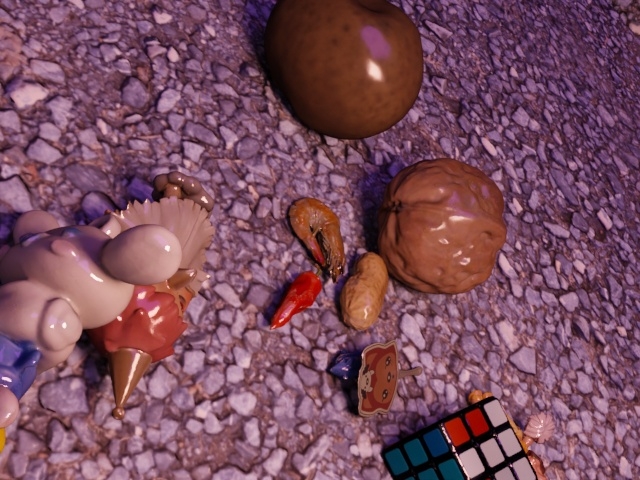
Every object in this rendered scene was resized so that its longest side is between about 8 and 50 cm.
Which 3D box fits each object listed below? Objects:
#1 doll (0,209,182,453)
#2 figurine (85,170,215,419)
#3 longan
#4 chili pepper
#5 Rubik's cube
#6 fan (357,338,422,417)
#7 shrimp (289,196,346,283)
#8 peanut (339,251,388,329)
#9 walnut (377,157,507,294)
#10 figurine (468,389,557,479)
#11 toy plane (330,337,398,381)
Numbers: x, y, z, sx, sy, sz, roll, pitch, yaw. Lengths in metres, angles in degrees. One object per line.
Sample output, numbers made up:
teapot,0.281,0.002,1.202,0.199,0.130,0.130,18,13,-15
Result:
doll,-0.378,0.092,1.061,0.187,0.376,0.365,45,64,-14
figurine,-0.247,0.067,1.242,0.207,0.166,0.387,56,33,-38
longan,0.046,-0.362,1.698,0.288,0.288,0.350,-24,68,-45
chili pepper,-0.036,0.097,1.470,0.050,0.059,0.191,51,41,-11
Rubik's cube,0.230,0.372,1.426,0.163,0.160,0.162,-11,69,-43
fan,0.123,0.236,1.498,0.220,0.009,0.132,1,94,-55
shrimp,0.000,0.000,1.574,0.101,0.042,0.190,-3,57,-29
peanut,0.079,0.086,1.559,0.080,0.080,0.174,34,43,-16
walnut,0.235,-0.028,1.648,0.273,0.227,0.273,25,47,-30
figurine,0.339,0.373,1.545,0.175,0.116,0.240,13,49,-35
toy plane,0.078,0.205,1.500,0.167,0.054,0.062,-9,43,-41
